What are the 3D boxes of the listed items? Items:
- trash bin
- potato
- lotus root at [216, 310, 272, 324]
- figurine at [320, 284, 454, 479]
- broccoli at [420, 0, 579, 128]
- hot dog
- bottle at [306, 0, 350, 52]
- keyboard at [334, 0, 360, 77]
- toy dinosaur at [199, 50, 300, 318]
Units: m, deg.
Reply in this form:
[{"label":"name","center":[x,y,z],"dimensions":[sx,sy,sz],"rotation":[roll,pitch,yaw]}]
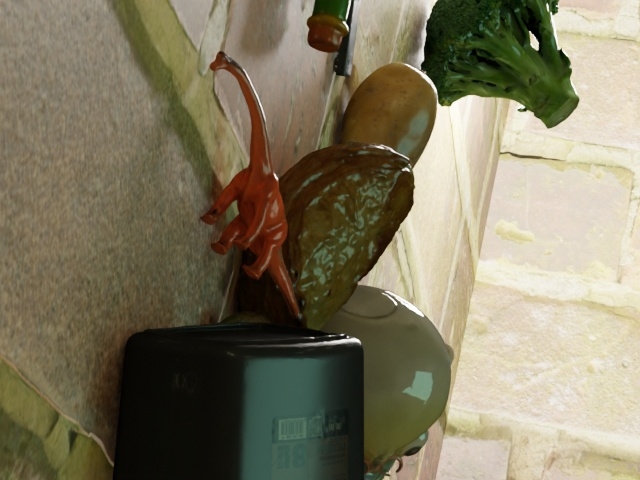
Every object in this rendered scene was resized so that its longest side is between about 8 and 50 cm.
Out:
[{"label":"trash bin","center":[-0.066,0.216,1.332],"dimensions":[0.209,0.182,0.290],"rotation":[1,93,-46]},{"label":"potato","center":[0.077,-0.131,2.001],"dimensions":[0.109,0.118,0.178],"rotation":[27,84,-41]},{"label":"lotus root","center":[-0.065,0.142,1.578],"dimensions":[0.192,0.088,0.113],"rotation":[79,17,-60]},{"label":"figurine","center":[0.014,0.220,1.876],"dimensions":[0.274,0.227,0.394],"rotation":[-115,-150,-56]},{"label":"broccoli","center":[0.272,-0.275,2.492],"dimensions":[0.254,0.269,0.269],"rotation":[-36,142,-30]},{"label":"hot dog","center":[-0.004,0.000,1.693],"dimensions":[0.259,0.114,0.175],"rotation":[-55,157,-34]},{"label":"bottle","center":[0.021,-0.287,1.719],"dimensions":[0.069,0.069,0.187],"rotation":[59,43,-72]},{"label":"keyboard","center":[0.039,-0.279,1.930],"dimensions":[0.055,0.014,0.176],"rotation":[-18,116,-78]},{"label":"toy dinosaur","center":[-0.065,-0.038,1.493],"dimensions":[0.101,0.055,0.279],"rotation":[-55,145,-36]}]
